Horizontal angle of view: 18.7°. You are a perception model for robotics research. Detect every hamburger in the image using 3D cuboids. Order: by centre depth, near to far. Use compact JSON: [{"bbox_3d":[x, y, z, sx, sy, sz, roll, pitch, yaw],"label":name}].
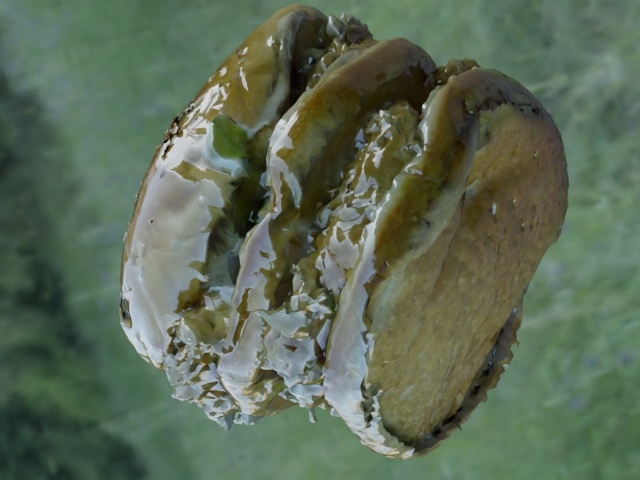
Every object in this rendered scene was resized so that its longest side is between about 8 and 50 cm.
[{"bbox_3d":[0.004,0.005,1.106,0.211,0.245,0.261,25,118,20],"label":"hamburger"}]
